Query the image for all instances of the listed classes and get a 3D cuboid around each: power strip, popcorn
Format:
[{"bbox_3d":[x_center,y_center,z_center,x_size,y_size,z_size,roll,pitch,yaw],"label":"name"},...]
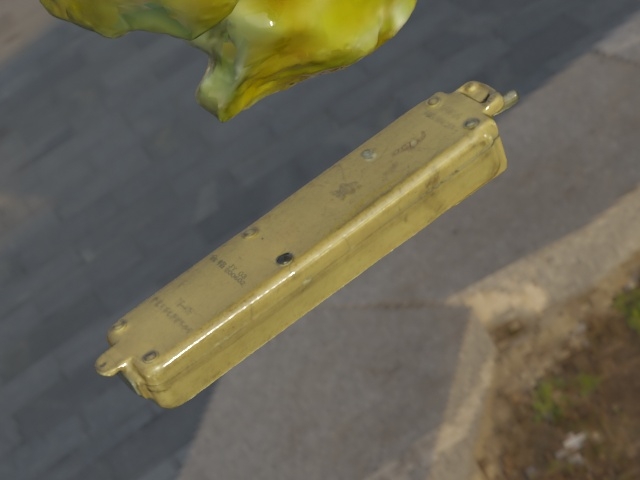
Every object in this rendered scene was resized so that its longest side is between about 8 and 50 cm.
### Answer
[{"bbox_3d":[0.000,0.000,1.011,0.305,0.044,0.064,-36,37,-15],"label":"power strip"},{"bbox_3d":[-0.047,-0.214,0.903,0.276,0.276,0.225,-31,65,-1],"label":"popcorn"}]
